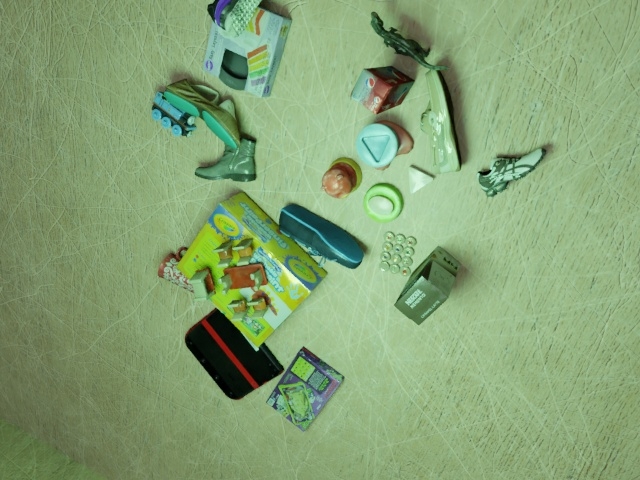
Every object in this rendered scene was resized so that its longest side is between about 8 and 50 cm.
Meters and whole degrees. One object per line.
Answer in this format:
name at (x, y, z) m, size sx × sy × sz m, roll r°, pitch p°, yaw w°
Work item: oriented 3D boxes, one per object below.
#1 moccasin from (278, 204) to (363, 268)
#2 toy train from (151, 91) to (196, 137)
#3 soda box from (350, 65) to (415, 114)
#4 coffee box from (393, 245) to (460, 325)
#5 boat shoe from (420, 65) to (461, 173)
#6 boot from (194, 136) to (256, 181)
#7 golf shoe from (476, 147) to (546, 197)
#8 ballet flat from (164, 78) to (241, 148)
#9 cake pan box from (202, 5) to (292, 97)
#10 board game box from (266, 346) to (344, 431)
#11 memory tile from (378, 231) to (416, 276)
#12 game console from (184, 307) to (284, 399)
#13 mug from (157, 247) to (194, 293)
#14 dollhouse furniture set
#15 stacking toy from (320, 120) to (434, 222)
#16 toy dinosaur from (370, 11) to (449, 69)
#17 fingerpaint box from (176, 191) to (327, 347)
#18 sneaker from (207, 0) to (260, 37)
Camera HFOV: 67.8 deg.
moccasin at (0.000, 0.000, 1.650) m, size 0.342 × 0.137 × 0.117 m, roll 37°, pitch 125°, yaw 23°
toy train at (-0.531, -0.456, 1.729) m, size 0.184 × 0.080 × 0.105 m, roll 38°, pitch 114°, yaw 7°
soda box at (0.176, -0.419, 1.312) m, size 0.092 × 0.263 × 0.084 m, roll 36°, pitch 121°, yaw 8°
coffee box at (0.333, 0.133, 1.465) m, size 0.098 × 0.246 × 0.141 m, roll 40°, pitch 120°, yaw 5°
boat shoe at (0.332, -0.338, 1.368) m, size 0.098 × 0.109 × 0.303 m, roll -8°, pitch 112°, yaw 25°
boot at (-0.339, -0.298, 1.712) m, size 0.246 × 0.083 × 0.161 m, roll 5°, pitch 104°, yaw 17°
golf shoe at (0.533, -0.209, 1.342) m, size 0.198 × 0.077 × 0.094 m, roll -38°, pitch 91°, yaw 30°
ballet flat at (-0.378, -0.454, 1.639) m, size 0.342 × 0.124 × 0.116 m, roll 35°, pitch 161°, yaw 13°
cake pan box at (-0.245, -0.625, 1.539) m, size 0.245 × 0.070 × 0.267 m, roll 30°, pitch 118°, yaw 14°
board game box at (-0.069, 0.614, 1.951) m, size 0.208 × 0.056 × 0.347 m, roll 37°, pitch 120°, yaw 12°
memory tile at (0.257, 0.047, 1.602) m, size 0.113 × 0.012 × 0.148 m, roll 15°, pitch 115°, yaw 19°
game console at (-0.380, 0.480, 2.041) m, size 0.342 × 0.060 × 0.387 m, roll -38°, pitch 92°, yaw 26°
mug at (-0.560, 0.126, 1.948) m, size 0.169 × 0.113 × 0.150 m, roll 28°, pitch 120°, yaw 9°
dollhouse furniture set at (-0.312, 0.134, 1.659) m, size 0.258 × 0.135 × 0.262 m, roll -8°, pitch 107°, yaw 15°
stacking toy at (0.169, -0.195, 1.481) m, size 0.279 × 0.130 × 0.309 m, roll 47°, pitch 121°, yaw 2°
toy dinosaur at (0.245, -0.533, 1.320) m, size 0.268 × 0.118 × 0.064 m, roll 37°, pitch 113°, yaw 9°
fingerpaint box at (-0.261, 0.111, 1.774) m, size 0.444 × 0.163 × 0.371 m, roll 43°, pitch 121°, yaw 3°
sneaker at (-0.232, -0.764, 1.410) m, size 0.146 × 0.102 × 0.293 m, roll 38°, pitch 91°, yaw 13°
